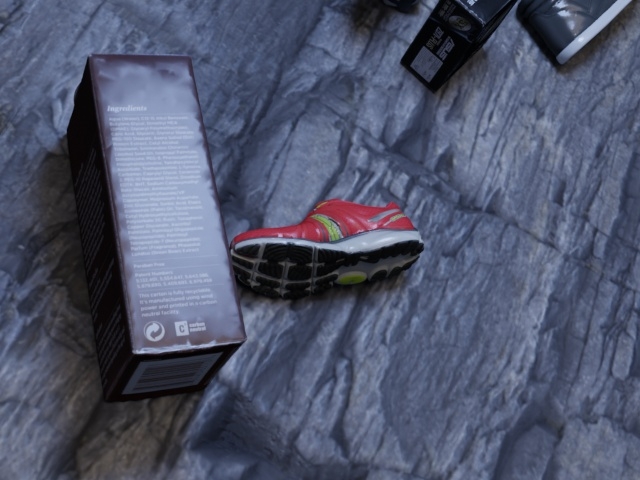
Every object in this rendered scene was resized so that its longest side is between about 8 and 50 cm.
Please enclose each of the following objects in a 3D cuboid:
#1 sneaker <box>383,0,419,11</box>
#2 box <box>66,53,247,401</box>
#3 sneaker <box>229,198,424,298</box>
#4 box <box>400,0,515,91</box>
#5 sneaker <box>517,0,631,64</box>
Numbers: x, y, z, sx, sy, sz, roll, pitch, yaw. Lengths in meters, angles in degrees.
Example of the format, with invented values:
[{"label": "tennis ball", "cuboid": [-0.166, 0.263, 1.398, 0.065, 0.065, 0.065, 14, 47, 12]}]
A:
[{"label": "sneaker", "cuboid": [0.131, -0.411, 1.660, 0.094, 0.153, 0.235, 4, 31, 5]}, {"label": "box", "cuboid": [-0.209, -0.016, 1.321, 0.143, 0.191, 0.381, -5, 68, -23]}, {"label": "sneaker", "cuboid": [0.000, 0.000, 1.464, 0.279, 0.107, 0.118, -4, 48, -26]}, {"label": "box", "cuboid": [0.220, -0.333, 1.646, 0.077, 0.180, 0.147, 42, 57, 4]}, {"label": "sneaker", "cuboid": [0.445, -0.433, 1.825, 0.147, 0.104, 0.296, 47, 63, -1]}]
